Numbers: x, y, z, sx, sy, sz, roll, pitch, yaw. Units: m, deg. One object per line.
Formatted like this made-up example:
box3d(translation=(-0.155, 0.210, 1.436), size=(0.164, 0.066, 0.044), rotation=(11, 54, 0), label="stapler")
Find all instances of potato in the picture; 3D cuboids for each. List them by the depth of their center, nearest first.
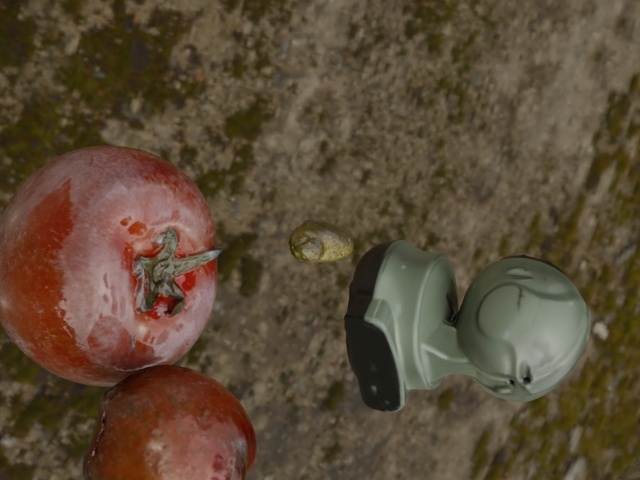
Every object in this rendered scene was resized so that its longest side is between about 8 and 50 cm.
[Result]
box3d(translation=(0.000, 0.000, 1.134), size=(0.092, 0.045, 0.047), rotation=(-6, 99, -48), label="potato")

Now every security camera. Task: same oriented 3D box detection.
box3d(translation=(0.187, 0.102, 1.306), size=(0.191, 0.277, 0.197), rotation=(-59, 145, -45), label="security camera")

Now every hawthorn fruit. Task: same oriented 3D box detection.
box3d(translation=(-0.147, 0.210, 1.074), size=(0.173, 0.172, 0.173), rotation=(-28, 128, -42), label="hawthorn fruit")

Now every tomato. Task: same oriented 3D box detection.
box3d(translation=(-0.246, 0.029, 1.197), size=(0.270, 0.227, 0.270), rotation=(-9, 101, -55), label="tomato")

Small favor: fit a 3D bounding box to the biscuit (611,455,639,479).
box3d(translation=(0.413, 0.278, 1.156), size=(0.281, 0.084, 0.179), rotation=(-14, 122, -15), label="biscuit")
